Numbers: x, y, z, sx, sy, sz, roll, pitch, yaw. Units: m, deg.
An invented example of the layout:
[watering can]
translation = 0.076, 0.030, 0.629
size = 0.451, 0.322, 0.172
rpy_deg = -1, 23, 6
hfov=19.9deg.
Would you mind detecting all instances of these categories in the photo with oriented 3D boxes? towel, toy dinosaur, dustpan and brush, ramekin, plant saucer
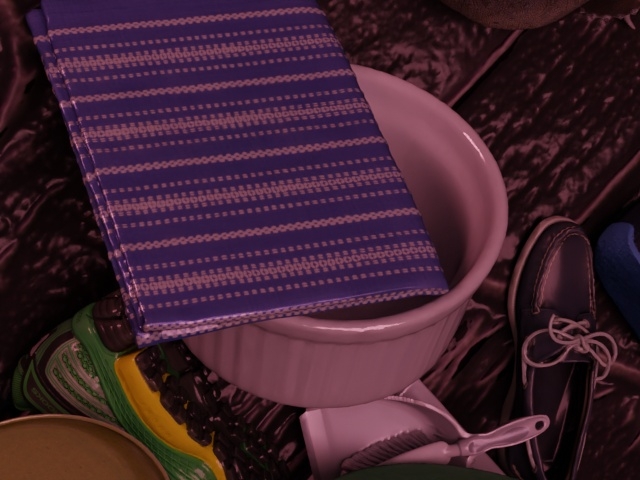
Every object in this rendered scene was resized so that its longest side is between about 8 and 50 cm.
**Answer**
[towel]
translation = -0.071, -0.071, 1.384
size = 0.243, 0.336, 0.040
rpy_deg = -9, 144, -20
[toy dinosaur]
translation = 0.184, -0.247, 1.570
size = 0.313, 0.121, 0.160
rpy_deg = -15, 92, -27
[dustpan and brush]
translation = 0.101, 0.188, 1.608
size = 0.211, 0.060, 0.147
rpy_deg = -18, 103, -21
[ramekin]
translation = 0.000, 0.000, 1.442
size = 0.277, 0.277, 0.135
rpy_deg = -17, 145, -22
[plant saucer]
translation = -0.227, 0.233, 1.396
size = 0.241, 0.037, 0.241
rpy_deg = -10, 116, -21

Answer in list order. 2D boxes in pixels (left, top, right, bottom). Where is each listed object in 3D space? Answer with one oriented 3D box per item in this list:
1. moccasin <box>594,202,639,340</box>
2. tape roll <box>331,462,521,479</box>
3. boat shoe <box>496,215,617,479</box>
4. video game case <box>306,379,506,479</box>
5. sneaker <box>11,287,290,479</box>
[moccasin]
translation = 0.392, 0.101, 1.726
size = 0.117, 0.137, 0.342
rpy_deg = -43, 118, -23
[tape roll]
translation = 0.132, 0.287, 1.448
size = 0.321, 0.321, 0.077
rpy_deg = 3, 111, -26
[boat shoe]
translation = 0.217, 0.107, 1.672
size = 0.095, 0.079, 0.254
rpy_deg = 9, 95, -26
[video game case]
translation = 0.070, 0.270, 1.651
size = 0.227, 0.026, 0.206
rpy_deg = -47, 111, -12
[sneaker]
translation = -0.124, 0.196, 1.507
size = 0.146, 0.134, 0.343
rpy_deg = -24, 111, 20
